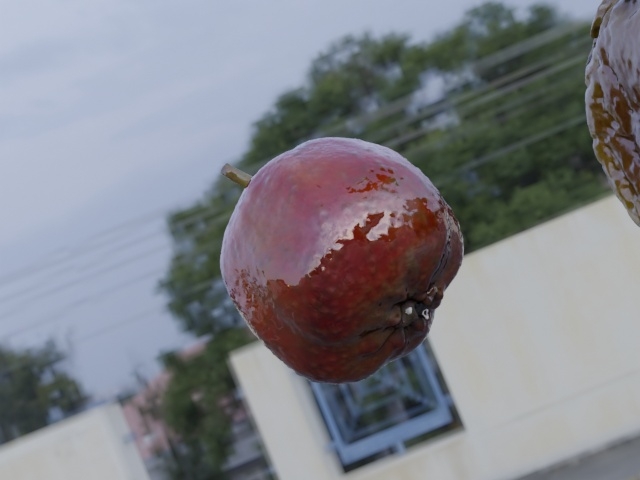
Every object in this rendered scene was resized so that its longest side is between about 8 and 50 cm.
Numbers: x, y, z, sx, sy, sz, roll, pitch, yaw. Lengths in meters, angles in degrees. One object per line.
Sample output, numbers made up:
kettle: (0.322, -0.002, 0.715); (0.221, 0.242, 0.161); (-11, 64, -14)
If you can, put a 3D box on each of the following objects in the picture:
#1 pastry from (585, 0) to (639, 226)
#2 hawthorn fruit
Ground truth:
pastry: (0.402, -0.141, 1.719); (0.164, 0.356, 0.356); (-11, -6, -18)
hawthorn fruit: (0.000, 0.000, 1.937); (0.287, 0.330, 0.287); (-39, -29, -27)
